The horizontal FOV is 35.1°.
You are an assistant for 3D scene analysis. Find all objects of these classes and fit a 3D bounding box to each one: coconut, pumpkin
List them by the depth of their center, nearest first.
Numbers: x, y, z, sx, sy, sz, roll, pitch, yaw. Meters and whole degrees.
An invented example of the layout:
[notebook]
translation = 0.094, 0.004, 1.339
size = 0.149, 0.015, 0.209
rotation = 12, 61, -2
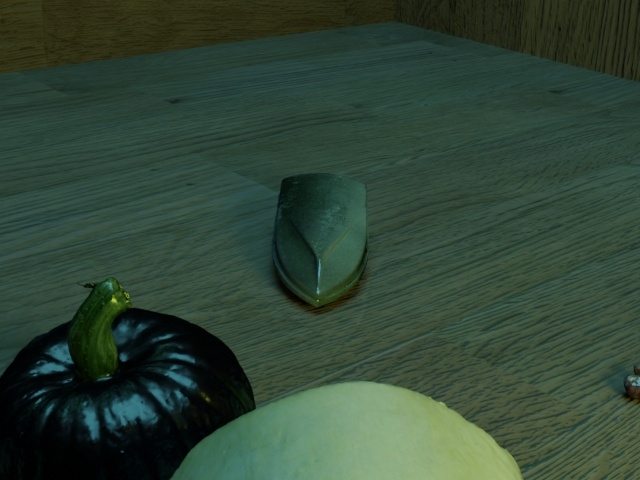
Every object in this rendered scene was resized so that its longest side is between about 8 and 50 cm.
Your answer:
[coconut]
translation = 0.024, 0.252, 0.634
size = 0.323, 0.323, 0.323
rotation = 3, 23, -1
[pumpkin]
translation = -0.187, 0.142, 0.917
size = 0.248, 0.248, 0.248
rotation = 3, 23, -1

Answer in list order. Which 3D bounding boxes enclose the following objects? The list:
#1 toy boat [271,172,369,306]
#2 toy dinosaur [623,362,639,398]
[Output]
[toy boat]
translation = 0.000, 0.000, 1.471
size = 0.141, 0.092, 0.319
rotation = 4, 30, 0
[toy dinosaur]
translation = 0.493, 0.181, 1.159
size = 0.251, 0.072, 0.200
rotation = 33, 46, 30
